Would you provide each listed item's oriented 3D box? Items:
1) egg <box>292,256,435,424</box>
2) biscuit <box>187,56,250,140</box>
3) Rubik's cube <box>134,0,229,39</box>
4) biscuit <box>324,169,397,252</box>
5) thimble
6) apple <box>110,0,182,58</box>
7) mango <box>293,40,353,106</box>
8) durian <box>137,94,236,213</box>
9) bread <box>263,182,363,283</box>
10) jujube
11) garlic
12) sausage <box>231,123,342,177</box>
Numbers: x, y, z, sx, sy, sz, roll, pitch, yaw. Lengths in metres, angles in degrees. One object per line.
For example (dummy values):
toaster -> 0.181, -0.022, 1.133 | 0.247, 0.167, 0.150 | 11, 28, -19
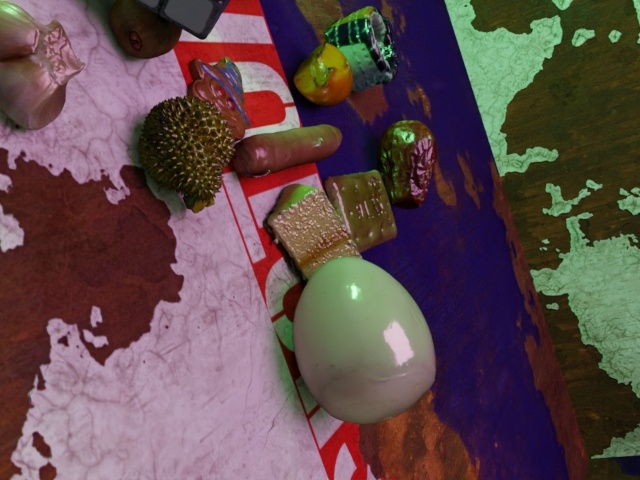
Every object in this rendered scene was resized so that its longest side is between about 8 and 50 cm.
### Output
egg -> 0.080, 0.202, 1.349 | 0.283, 0.283, 0.344 | 4, 61, -59
biscuit -> -0.207, -0.273, 1.335 | 0.183, 0.043, 0.280 | 42, 39, -38
Rubik's cube -> -0.225, -0.599, 1.042 | 0.344, 0.337, 0.344 | 26, 47, -16
biscuit -> 0.121, -0.084, 1.789 | 0.325, 0.044, 0.217 | -16, 89, -60
thimble -> 0.132, -0.555, 1.928 | 0.237, 0.150, 0.237 | 34, 49, -51
apple -> -0.306, -0.384, 1.149 | 0.126, 0.102, 0.125 | 21, 63, -51
mango -> 0.017, -0.426, 1.698 | 0.153, 0.126, 0.252 | 57, 25, -7
durian -> -0.227, -0.158, 1.127 | 0.159, 0.146, 0.198 | 21, 55, -52
bread -> 0.000, 0.000, 1.485 | 0.266, 0.142, 0.178 | 60, 17, -26
jujube -> 0.254, -0.225, 1.944 | 0.190, 0.190, 0.255 | 23, 69, -54
garlic -> -0.415, -0.247, 0.918 | 0.124, 0.099, 0.174 | -38, 106, -38
sausage -> -0.060, -0.209, 1.489 | 0.419, 0.094, 0.094 | -27, 138, -61
